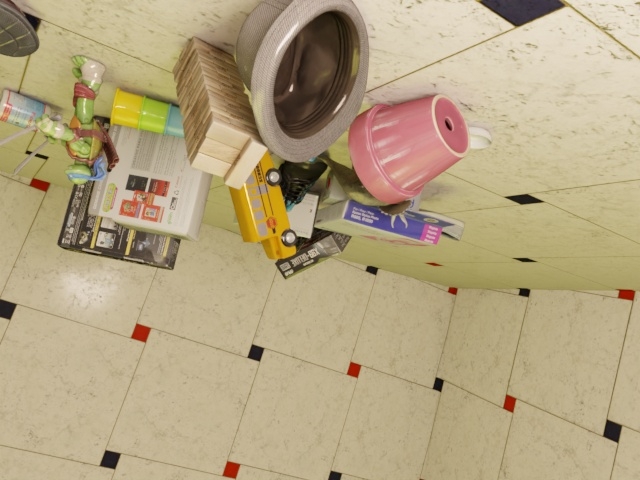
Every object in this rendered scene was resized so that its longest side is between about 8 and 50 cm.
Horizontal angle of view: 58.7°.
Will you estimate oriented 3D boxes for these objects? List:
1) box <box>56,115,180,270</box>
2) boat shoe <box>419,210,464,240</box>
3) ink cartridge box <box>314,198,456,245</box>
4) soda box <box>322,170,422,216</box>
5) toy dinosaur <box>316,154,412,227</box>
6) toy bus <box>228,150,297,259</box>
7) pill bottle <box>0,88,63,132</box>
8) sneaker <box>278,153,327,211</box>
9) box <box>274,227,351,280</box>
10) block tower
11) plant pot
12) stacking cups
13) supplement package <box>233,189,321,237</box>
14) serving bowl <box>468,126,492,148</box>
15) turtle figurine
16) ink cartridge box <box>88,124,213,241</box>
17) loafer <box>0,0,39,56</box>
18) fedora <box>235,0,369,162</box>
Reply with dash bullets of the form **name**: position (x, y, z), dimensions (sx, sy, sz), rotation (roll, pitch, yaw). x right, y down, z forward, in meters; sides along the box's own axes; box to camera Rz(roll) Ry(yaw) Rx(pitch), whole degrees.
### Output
- **box**: position (-0.540, -0.137, 1.639), dimensions (0.318, 0.394, 0.097), rotation (10, 169, 0)
- **boat shoe**: position (0.409, -0.048, 2.017), dimensions (0.228, 0.081, 0.079), rotation (14, 170, -18)
- **ink cartridge box**: position (0.186, -0.045, 1.741), dimensions (0.324, 0.071, 0.330), rotation (14, 173, -19)
- **soda box**: position (0.157, -0.136, 1.733), dimensions (0.286, 0.098, 0.091), rotation (13, 172, -12)
- **toy dinosaur**: position (0.135, -0.150, 1.469), dimensions (0.314, 0.160, 0.121), rotation (18, 167, -29)
- **toy bus**: position (-0.173, -0.105, 1.616), dimensions (0.130, 0.332, 0.108), rotation (-19, -170, -28)
- **pill bottle**: position (-0.818, -0.355, 1.599), dimensions (0.160, 0.087, 0.087), rotation (18, 169, -37)
- **sneaker**: position (-0.061, -0.171, 1.654), dimensions (0.125, 0.139, 0.341), rotation (15, 169, -9)
- **box**: position (0.000, 0.000, 2.023), dimensions (0.242, 0.076, 0.307), rotation (-27, -167, 26)
- **block tower**: position (-0.185, -0.235, 0.984), dimensions (0.097, 0.091, 0.335), rotation (17, -146, -35)
- **plant pot**: position (0.184, -0.193, 1.124), dimensions (0.201, 0.201, 0.180), rotation (19, 152, -41)
- **stacking cups**: position (-0.351, -0.292, 1.415), dimensions (0.316, 0.096, 0.096), rotation (12, 171, -15)
- **supplement package**: position (-0.141, -0.112, 1.927), dimensions (0.262, 0.145, 0.204), rotation (10, -171, 1)
- **serving bowl**: position (0.326, -0.224, 1.215), dimensions (0.083, 0.027, 0.083), rotation (11, 170, 2)
- **turtle figurine**: position (-0.587, -0.272, 1.266), dimensions (0.275, 0.266, 0.198), rotation (9, 170, 9)
- **ink cartridge box**: position (-0.440, -0.178, 1.534), dimensions (0.272, 0.309, 0.130), rotation (12, 171, 2)
- **loafer**: position (-0.609, -0.426, 0.992), dimensions (0.109, 0.095, 0.302), rotation (-21, 170, 7)
- **fedora**: position (-0.041, -0.268, 0.886), dimensions (0.124, 0.243, 0.275), rotation (37, 166, 26)
